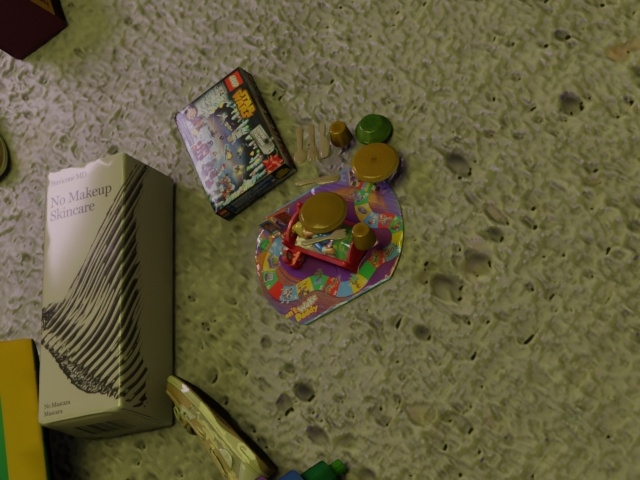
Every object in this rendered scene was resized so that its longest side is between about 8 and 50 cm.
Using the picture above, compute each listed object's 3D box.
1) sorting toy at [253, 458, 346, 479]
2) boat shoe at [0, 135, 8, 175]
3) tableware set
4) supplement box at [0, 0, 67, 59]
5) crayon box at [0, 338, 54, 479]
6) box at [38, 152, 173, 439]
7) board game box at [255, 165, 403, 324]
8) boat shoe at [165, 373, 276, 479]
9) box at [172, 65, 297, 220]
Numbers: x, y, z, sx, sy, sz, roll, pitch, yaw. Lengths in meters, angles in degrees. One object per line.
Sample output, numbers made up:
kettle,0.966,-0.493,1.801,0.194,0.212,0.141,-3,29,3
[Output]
sorting toy,0.072,0.314,1.396,0.126,0.127,0.365,-32,51,-16
boat shoe,-0.405,-0.124,1.859,0.050,0.045,0.135,-43,56,12
tableware set,0.028,-0.057,1.561,0.104,0.024,0.154,-11,54,10
supplement box,-0.379,-0.318,1.877,0.081,0.104,0.188,-33,59,18
crayon box,-0.446,0.280,1.598,0.363,0.106,0.313,-7,66,-8
box,-0.218,0.058,1.649,0.113,0.094,0.275,-14,67,27
board game box,0.000,0.000,1.573,0.169,0.033,0.133,-30,60,20
boat shoe,-0.107,0.189,1.560,0.153,0.056,0.048,42,92,28
box,-0.090,-0.101,1.668,0.094,0.027,0.137,-35,58,15
